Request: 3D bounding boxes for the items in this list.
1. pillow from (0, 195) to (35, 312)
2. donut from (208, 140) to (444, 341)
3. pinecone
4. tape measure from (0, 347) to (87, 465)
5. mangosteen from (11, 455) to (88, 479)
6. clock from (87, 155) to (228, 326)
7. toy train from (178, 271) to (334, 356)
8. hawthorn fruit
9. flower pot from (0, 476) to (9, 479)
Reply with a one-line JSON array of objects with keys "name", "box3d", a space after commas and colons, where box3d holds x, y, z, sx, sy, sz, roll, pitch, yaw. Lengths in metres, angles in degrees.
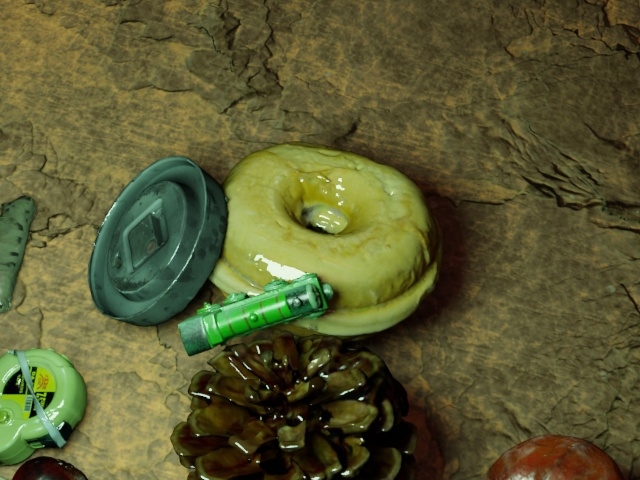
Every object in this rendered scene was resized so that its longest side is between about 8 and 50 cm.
[{"name": "pillow", "box3d": [-0.582, 0.019, 2.115, 0.093, 0.051, 0.241, 7, 62, -2]}, {"name": "donut", "box3d": [0.000, 0.000, 2.079, 0.449, 0.198, 0.448, 5, 45, -5]}, {"name": "pinecone", "box3d": [-0.049, 0.313, 1.844, 0.398, 0.397, 0.397, 3, 60, -5]}, {"name": "tape measure", "box3d": [-0.478, 0.269, 1.953, 0.175, 0.106, 0.200, -7, 58, 6]}, {"name": "mangosteen", "box3d": [-0.437, 0.417, 1.869, 0.140, 0.140, 0.140, 3, 60, -5]}, {"name": "clock", "box3d": [-0.284, 0.003, 2.037, 0.061, 0.313, 0.312, 30, 50, -39]}, {"name": "toy train", "box3d": [-0.103, 0.117, 1.876, 0.251, 0.119, 0.085, -19, 92, 14]}, {"name": "hawthorn fruit", "box3d": [0.395, 0.417, 1.918, 0.242, 0.241, 0.272, 37, 32, 15]}, {"name": "flower pot", "box3d": [-0.527, 0.505, 1.723, 0.308, 0.244, 0.307, 5, 56, -8]}]
